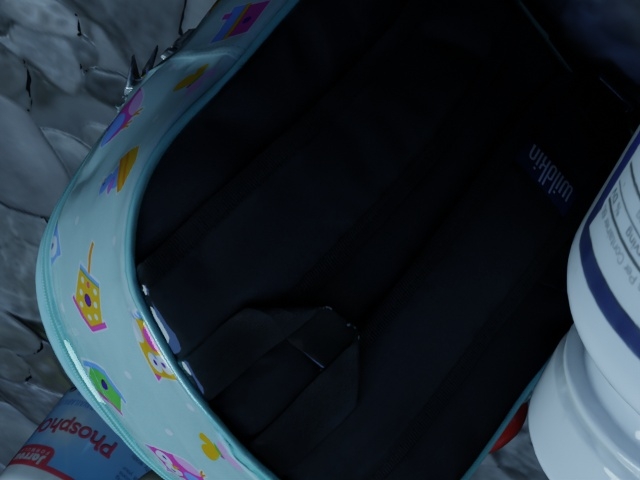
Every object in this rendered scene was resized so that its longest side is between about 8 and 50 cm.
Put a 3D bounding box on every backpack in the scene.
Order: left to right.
[{"bbox_3d":[0.000,0.000,0.489,0.144,0.188,0.166,-14,123,49],"label":"backpack"}]

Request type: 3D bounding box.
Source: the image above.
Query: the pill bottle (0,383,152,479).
[{"bbox_3d":[-0.111,0.123,0.760,0.087,0.160,0.087,23,144,18],"label":"pill bottle"}]

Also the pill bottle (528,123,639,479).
[{"bbox_3d":[0.131,0.000,0.399,0.112,0.112,0.187,31,129,9],"label":"pill bottle"}]

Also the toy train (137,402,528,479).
[{"bbox_3d":[0.026,0.079,0.600,0.248,0.143,0.105,-8,127,47],"label":"toy train"}]
